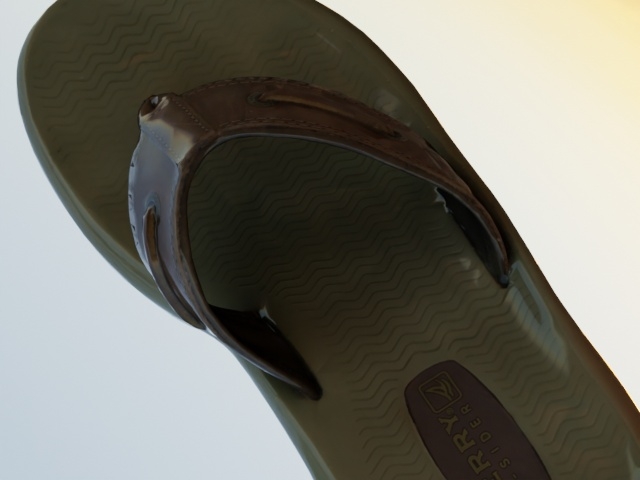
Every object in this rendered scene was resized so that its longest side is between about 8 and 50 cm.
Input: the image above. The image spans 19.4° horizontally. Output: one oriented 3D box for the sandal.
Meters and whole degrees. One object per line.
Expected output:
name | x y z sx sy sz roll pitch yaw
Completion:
sandal | 0.002 0.000 0.591 0.303 0.120 0.086 47 177 33
